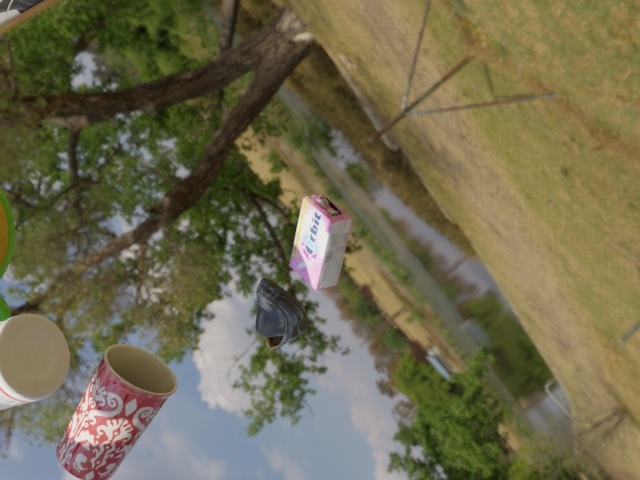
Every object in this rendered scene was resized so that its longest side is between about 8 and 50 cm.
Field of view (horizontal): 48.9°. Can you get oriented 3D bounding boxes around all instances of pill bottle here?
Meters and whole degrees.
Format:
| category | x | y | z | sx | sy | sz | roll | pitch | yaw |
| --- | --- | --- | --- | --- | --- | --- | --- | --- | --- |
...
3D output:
| category | x | y | z | sx | sy | sz | roll | pitch | yaw |
| --- | --- | --- | --- | --- | --- | --- | --- | --- | --- |
| pill bottle | -0.631 | 0.245 | 1.340 | 0.161 | 0.283 | 0.161 | 35 | -134 | -47 |

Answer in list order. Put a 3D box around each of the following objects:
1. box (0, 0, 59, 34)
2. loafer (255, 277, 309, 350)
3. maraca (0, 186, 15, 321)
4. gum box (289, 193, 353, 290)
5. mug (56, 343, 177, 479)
| category | x | y | z | sx | sy | sz | roll | pitch | yaw |
| --- | --- | --- | --- | --- | --- | --- | --- | --- | --- |
| box | -0.188 | -0.155 | 0.381 | 0.081 | 0.136 | 0.028 | 58 | 164 | -17 |
| loafer | -0.057 | 0.101 | 0.910 | 0.062 | 0.061 | 0.170 | 35 | 165 | 23 |
| maraca | -0.341 | 0.009 | 0.630 | 0.099 | 0.127 | 0.186 | -121 | 32 | -69 |
| gum box | 0.000 | 0.000 | 1.538 | 0.062 | 0.188 | 0.107 | -12 | -142 | -36 |
| mug | -0.292 | 0.246 | 1.018 | 0.113 | 0.169 | 0.150 | 32 | -170 | -1 |
